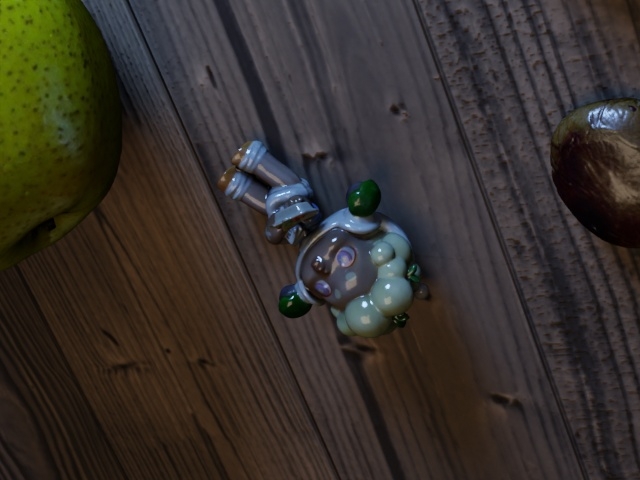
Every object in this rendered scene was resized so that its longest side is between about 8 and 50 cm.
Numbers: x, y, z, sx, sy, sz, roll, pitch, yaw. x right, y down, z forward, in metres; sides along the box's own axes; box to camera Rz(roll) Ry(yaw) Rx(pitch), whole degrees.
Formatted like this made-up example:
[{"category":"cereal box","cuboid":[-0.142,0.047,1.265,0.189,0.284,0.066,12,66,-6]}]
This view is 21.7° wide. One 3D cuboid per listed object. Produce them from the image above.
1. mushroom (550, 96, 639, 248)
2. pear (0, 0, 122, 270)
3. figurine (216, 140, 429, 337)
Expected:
[{"category":"mushroom","cuboid":[0.225,-0.048,1.232,0.123,0.052,0.123,12,125,17]},{"category":"pear","cuboid":[-0.291,-0.110,1.299,0.294,0.294,0.294,14,129,18]},{"category":"figurine","cuboid":[0.000,0.001,1.356,0.197,0.093,0.147,34,121,1]}]
